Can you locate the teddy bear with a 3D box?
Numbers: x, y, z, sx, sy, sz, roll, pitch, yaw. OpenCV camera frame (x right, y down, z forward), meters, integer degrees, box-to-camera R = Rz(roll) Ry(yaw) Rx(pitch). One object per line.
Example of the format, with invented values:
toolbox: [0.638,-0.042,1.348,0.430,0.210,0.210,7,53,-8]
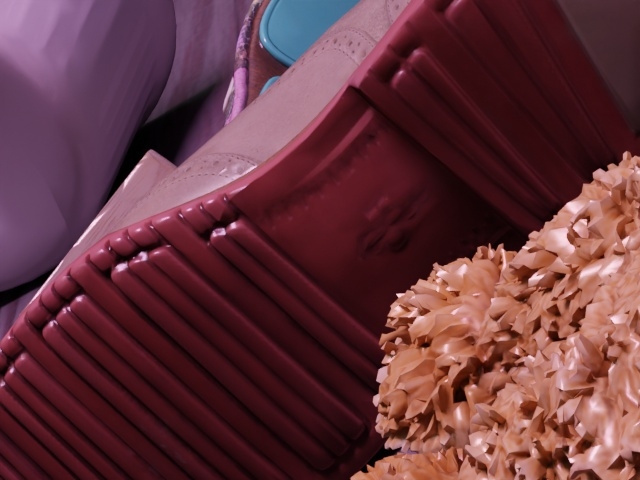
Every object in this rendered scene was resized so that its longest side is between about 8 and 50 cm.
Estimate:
teddy bear: [0.125,0.006,0.469,0.338,0.113,0.245,-19,27,50]

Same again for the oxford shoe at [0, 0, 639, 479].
oxford shoe: [0.000,0.000,0.704,0.348,0.123,0.130,-38,14,17]

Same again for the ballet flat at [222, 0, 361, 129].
ballet flat: [-0.018,-0.057,0.889,0.079,0.077,0.221,-51,15,38]

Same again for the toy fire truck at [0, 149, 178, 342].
toy fire truck: [-0.174,0.023,0.839,0.158,0.217,0.246,-31,11,28]

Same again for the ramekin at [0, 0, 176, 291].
ramekin: [-0.228,-0.093,1.034,0.277,0.277,0.135,-27,35,33]
